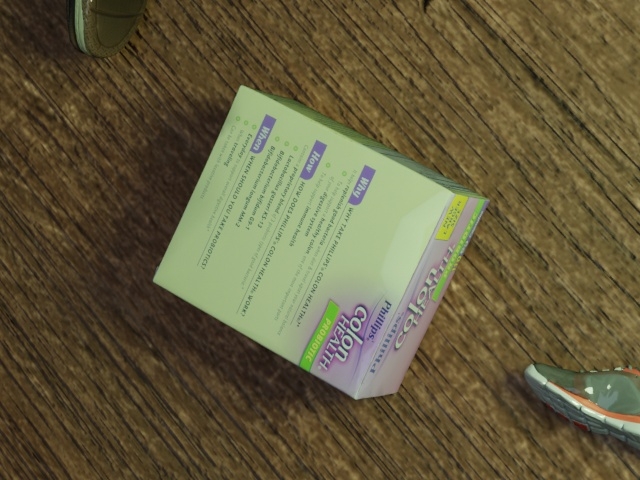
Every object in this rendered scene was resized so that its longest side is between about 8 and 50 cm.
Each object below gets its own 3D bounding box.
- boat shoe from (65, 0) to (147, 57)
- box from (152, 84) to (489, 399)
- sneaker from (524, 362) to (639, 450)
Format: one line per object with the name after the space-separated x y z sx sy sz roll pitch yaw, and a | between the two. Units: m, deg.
-0.230 -0.318 1.632 0.095 0.095 0.257 8 86 37 | boat shoe
0.000 0.000 1.500 0.243 0.117 0.213 28 99 22 | box
0.264 0.141 1.425 0.158 0.061 0.065 25 71 21 | sneaker
